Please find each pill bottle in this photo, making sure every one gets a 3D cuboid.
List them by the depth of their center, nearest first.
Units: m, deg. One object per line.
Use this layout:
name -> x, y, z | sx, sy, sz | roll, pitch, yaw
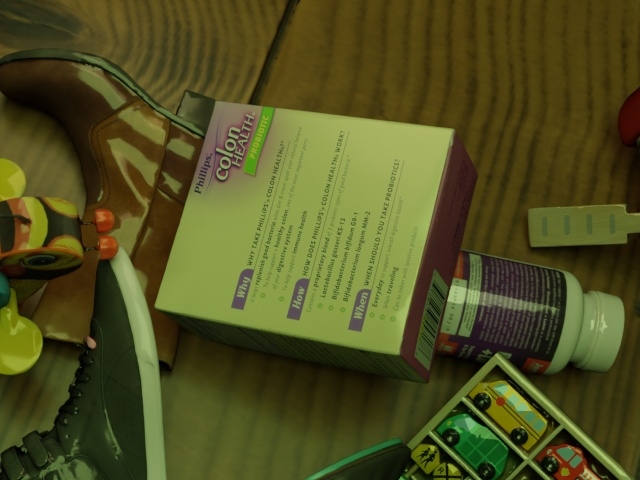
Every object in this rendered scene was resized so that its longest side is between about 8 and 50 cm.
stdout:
pill bottle -> 0.195, 0.074, 1.255 | 0.193, 0.108, 0.108 | 12, 68, -4

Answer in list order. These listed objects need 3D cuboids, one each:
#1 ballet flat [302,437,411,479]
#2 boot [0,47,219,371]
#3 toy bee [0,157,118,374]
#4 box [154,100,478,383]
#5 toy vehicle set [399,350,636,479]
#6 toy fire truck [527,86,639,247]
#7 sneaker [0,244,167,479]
ballet flat -> -0.031, 0.259, 1.115 | 0.280, 0.095, 0.096 | -14, 70, -24
boot -> -0.233, -0.032, 1.255 | 0.264, 0.096, 0.281 | 20, 75, -10
toy bee -> -0.267, 0.020, 1.114 | 0.162, 0.298, 0.195 | 0, 89, -25
box -> 0.000, 0.000, 1.185 | 0.242, 0.117, 0.214 | 9, 74, 21
toy vehicle set -> 0.206, 0.255, 1.188 | 0.267, 0.035, 0.166 | 43, 98, 8
toy fire truck -> 0.351, -0.072, 1.332 | 0.246, 0.158, 0.217 | -1, 70, -21
sneaker -> -0.218, 0.155, 1.129 | 0.146, 0.104, 0.296 | -4, 90, -12
